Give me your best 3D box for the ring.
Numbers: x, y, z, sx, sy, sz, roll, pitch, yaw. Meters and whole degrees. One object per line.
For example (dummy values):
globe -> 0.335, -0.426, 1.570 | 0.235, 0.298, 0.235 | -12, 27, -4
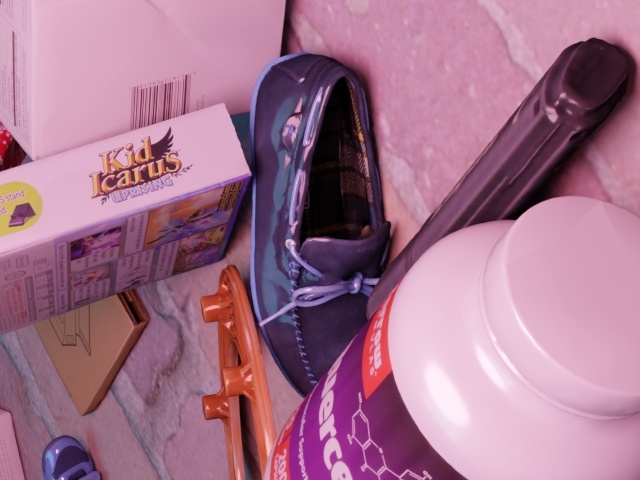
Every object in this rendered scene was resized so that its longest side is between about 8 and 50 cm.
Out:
ring -> -0.061, 0.187, 1.311 | 0.336, 0.032, 0.336 | 173, 90, -81

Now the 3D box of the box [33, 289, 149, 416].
box -> -0.237, 0.059, 1.651 | 0.164, 0.021, 0.201 | 60, 146, 18

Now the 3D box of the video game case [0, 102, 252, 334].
video game case -> -0.186, -0.003, 1.267 | 0.269, 0.244, 0.061 | 121, 131, -74

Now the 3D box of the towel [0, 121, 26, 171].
towel -> -0.271, -0.070, 1.464 | 0.199, 0.031, 0.275 | 121, 167, -49

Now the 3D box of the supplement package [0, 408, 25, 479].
supplement package -> -0.498, 0.303, 1.910 | 0.177, 0.293, 0.175 | 10, 114, 53

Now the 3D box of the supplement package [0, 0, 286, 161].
supplement package -> -0.173, -0.223, 1.235 | 0.262, 0.199, 0.198 | 46, 140, 41

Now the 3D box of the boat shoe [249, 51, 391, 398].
boat shoe -> 0.000, 0.000, 1.189 | 0.089, 0.109, 0.258 | 9, 115, 55

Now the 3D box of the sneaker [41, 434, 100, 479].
sneaker -> -0.241, 0.266, 1.734 | 0.059, 0.053, 0.144 | 11, 124, 54

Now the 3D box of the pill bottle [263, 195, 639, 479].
pill bottle -> 0.095, 0.109, 1.031 | 0.181, 0.181, 0.323 | 59, 145, 18

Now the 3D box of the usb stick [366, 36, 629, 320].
usb stick -> 0.103, -0.025, 1.053 | 0.045, 0.077, 0.278 | 41, 142, 4
